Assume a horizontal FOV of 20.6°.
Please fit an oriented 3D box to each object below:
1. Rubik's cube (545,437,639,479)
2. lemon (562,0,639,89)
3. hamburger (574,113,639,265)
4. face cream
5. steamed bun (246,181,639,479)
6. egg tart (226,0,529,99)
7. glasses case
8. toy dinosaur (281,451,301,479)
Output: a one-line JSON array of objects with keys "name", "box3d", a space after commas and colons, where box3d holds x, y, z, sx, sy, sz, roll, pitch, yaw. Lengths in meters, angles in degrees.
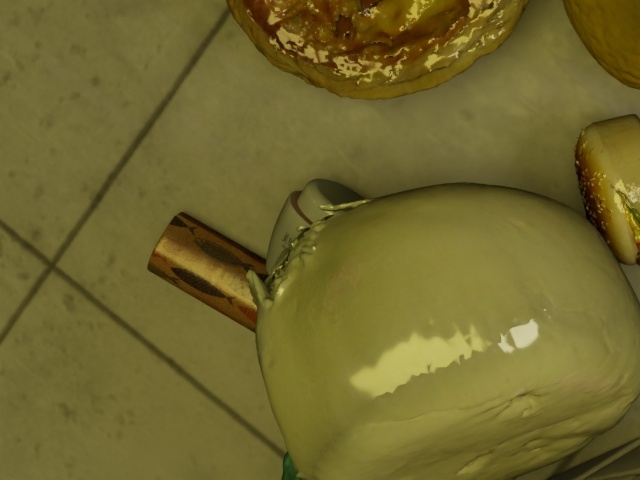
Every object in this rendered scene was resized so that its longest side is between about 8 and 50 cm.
[{"name": "Rubik's cube", "box3d": [0.265, 0.355, 1.443, 0.318, 0.322, 0.316, -26, 88, 15]}, {"name": "lemon", "box3d": [0.301, -0.224, 1.402, 0.228, 0.253, 0.228, 4, 98, 28]}, {"name": "hamburger", "box3d": [0.262, -0.036, 1.498, 0.081, 0.126, 0.141, -27, 87, 7]}, {"name": "face cream", "box3d": [0.000, 0.000, 1.590, 0.091, 0.091, 0.095, 35, 111, 9]}, {"name": "steamed bun", "box3d": [0.106, 0.075, 1.471, 0.312, 0.334, 0.233, -22, 67, 1]}, {"name": "egg tart", "box3d": [0.053, -0.263, 1.535, 0.290, 0.115, 0.290, 1, 95, 13]}, {"name": "glasses case", "box3d": [-0.076, 0.043, 1.640, 0.170, 0.041, 0.065, 30, 102, 10]}, {"name": "toy dinosaur", "box3d": [-0.055, 0.379, 1.507, 0.383, 0.129, 0.331, -41, 42, 40]}]
